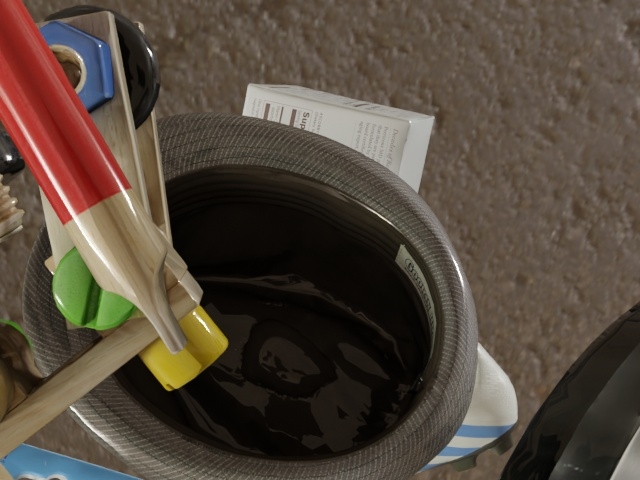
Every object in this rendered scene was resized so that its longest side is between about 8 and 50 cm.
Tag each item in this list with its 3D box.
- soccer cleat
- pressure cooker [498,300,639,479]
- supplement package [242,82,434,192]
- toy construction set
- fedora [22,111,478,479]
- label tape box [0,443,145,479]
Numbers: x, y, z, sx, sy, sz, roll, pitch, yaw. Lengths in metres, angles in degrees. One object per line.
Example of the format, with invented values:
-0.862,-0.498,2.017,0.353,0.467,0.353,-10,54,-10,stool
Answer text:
0.051,0.212,1.294,0.331,0.116,0.143,-27,106,-7,soccer cleat
0.250,0.177,0.403,0.369,0.420,0.376,32,75,-30,pressure cooker
0.000,0.000,1.100,0.145,0.204,0.262,14,99,9,supplement package
-0.117,0.048,0.480,0.257,0.309,0.237,-32,92,-24,toy construction set
-0.039,0.057,0.763,0.275,0.124,0.244,19,66,6,fedora
-0.310,0.398,1.239,0.249,0.115,0.348,13,66,15,label tape box
